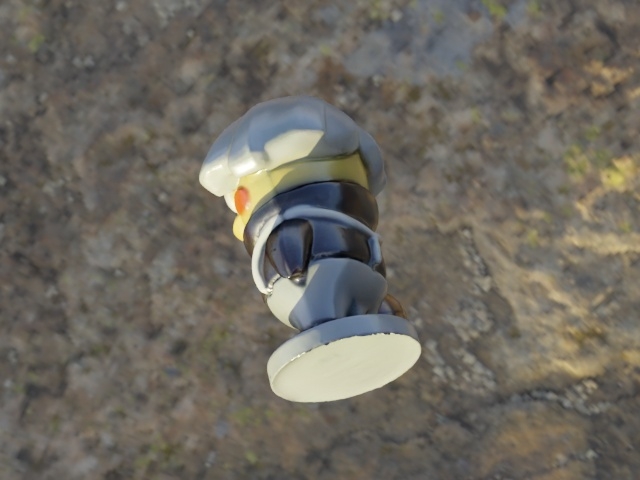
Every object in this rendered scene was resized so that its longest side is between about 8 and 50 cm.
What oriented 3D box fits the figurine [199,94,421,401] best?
[{"bbox_3d":[0.000,0.000,1.112,0.133,0.176,0.236,-25,63,17],"label":"figurine"}]
